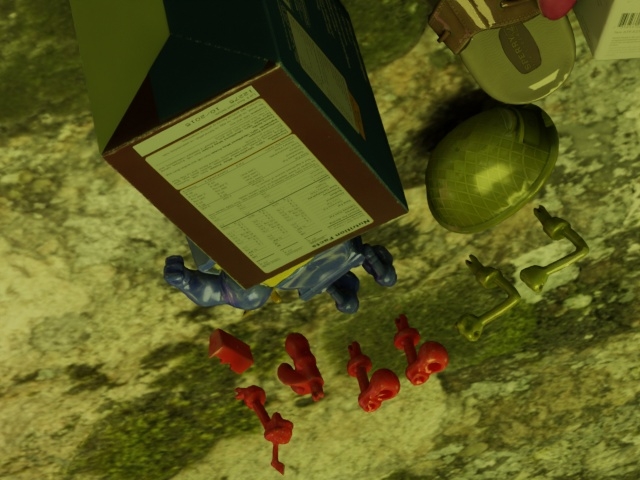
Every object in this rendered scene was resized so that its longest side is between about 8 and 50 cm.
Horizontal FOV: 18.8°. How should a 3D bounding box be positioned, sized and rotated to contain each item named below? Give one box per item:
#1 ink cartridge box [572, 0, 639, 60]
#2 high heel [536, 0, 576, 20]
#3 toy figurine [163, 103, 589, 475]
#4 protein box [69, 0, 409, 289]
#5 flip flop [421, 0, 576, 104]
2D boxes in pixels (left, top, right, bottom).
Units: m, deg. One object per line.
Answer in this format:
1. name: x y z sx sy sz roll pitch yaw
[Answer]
1. ink cartridge box: 0.263 -0.218 1.427 0.104 0.060 0.180 -4 143 -14
2. high heel: 0.218 -0.246 1.319 0.117 0.082 0.244 15 125 7
3. toy figurine: 0.000 0.000 1.528 0.362 0.191 0.217 -36 135 24
4. protein box: -0.059 -0.112 1.329 0.136 0.200 0.201 -25 143 14
5. flip flop: 0.122 -0.170 1.421 0.112 0.080 0.277 -25 144 13
